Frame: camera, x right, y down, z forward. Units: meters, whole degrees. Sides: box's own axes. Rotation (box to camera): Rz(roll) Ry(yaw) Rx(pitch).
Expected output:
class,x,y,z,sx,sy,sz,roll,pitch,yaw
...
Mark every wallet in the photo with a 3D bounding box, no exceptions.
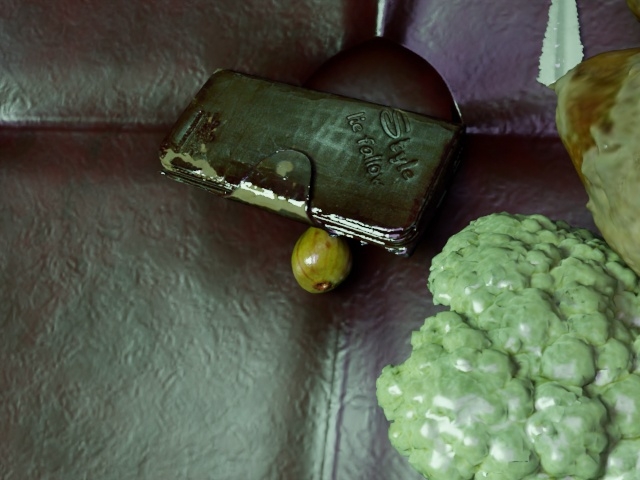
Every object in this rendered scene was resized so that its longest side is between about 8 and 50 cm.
class,x,y,z,sx,sy,sz,roll,pitch,yaw
wallet,-0.010,-0.071,0.821,0.232,0.031,0.122,18,61,21

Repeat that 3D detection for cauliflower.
class,x,y,z,sx,sy,sz,roll,pitch,yaw
cauliflower,0.154,0.131,0.661,0.272,0.275,0.250,34,134,9

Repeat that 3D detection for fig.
class,x,y,z,sx,sy,sz,roll,pitch,yaw
fig,0.000,0.000,0.817,0.050,0.050,0.083,-14,63,18

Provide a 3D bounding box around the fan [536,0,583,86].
class,x,y,z,sx,sy,sz,roll,pitch,yaw
fan,0.189,-0.322,0.824,0.233,0.012,0.415,-6,77,20

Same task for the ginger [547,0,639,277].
class,x,y,z,sx,sy,sz,roll,pitch,yaw
ginger,0.261,-0.072,0.614,0.256,0.176,0.375,28,50,7
